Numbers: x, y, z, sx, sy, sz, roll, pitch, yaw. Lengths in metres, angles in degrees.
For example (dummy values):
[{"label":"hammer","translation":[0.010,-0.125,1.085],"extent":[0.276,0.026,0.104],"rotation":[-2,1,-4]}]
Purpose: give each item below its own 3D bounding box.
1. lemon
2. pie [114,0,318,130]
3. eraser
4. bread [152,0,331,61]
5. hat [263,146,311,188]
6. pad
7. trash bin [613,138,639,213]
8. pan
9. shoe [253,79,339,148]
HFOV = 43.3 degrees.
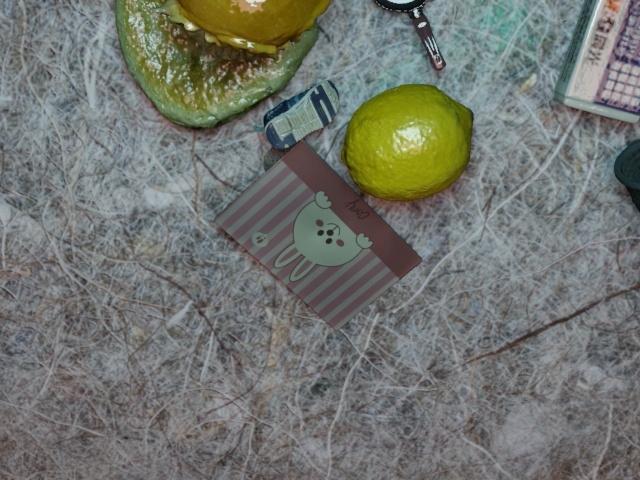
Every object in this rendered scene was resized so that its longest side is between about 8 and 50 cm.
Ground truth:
[{"label":"lemon","translation":[0.130,-0.147,1.212],"extent":[0.193,0.180,0.181],"rotation":[9,108,1]},{"label":"pie","translation":[-0.166,-0.334,1.219],"extent":[0.323,0.070,0.323],"rotation":[1,104,4]},{"label":"eraser","translation":[0.452,-0.325,1.190],"extent":[0.124,0.081,0.279],"rotation":[14,108,-2]},{"label":"bread","translation":[-0.056,-0.425,1.071],"extent":[0.236,0.183,0.389],"rotation":[19,84,-11]},{"label":"hat","translation":[-0.052,-0.114,1.297],"extent":[0.087,0.042,0.058],"rotation":[31,106,-8]},{"label":"pad","translation":[0.000,0.000,1.325],"extent":[0.202,0.005,0.300],"rotation":[-41,112,13]},{"label":"trash bin","translation":[0.560,-0.070,1.237],"extent":[0.175,0.175,0.161],"rotation":[-24,117,9]},{"label":"pan","translation":[0.141,-0.356,1.211],"extent":[0.114,0.040,0.212],"rotation":[-24,99,9]},{"label":"shoe","translation":[-0.033,-0.199,1.255],"extent":[0.143,0.071,0.064],"rotation":[-38,124,-13]}]
